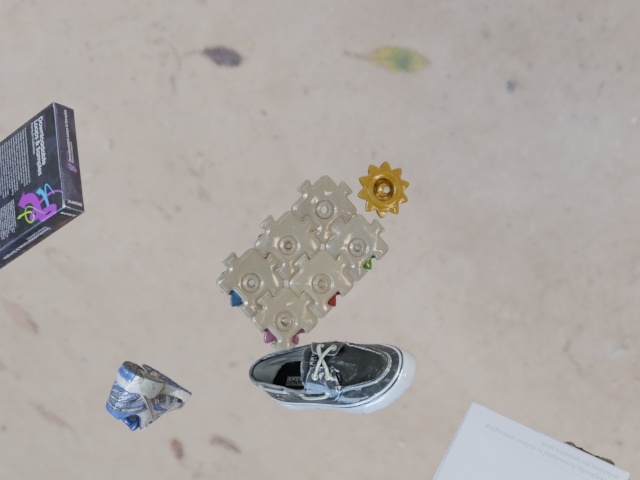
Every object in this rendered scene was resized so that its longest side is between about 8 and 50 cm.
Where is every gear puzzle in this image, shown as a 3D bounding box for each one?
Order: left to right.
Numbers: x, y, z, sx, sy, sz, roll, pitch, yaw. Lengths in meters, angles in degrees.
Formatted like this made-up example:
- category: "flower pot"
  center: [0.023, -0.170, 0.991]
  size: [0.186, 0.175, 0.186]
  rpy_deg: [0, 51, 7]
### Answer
- category: "gear puzzle"
  center: [0.000, 0.000, 1.850]
  size: [0.175, 0.339, 0.044]
  rpy_deg: [49, 166, -16]

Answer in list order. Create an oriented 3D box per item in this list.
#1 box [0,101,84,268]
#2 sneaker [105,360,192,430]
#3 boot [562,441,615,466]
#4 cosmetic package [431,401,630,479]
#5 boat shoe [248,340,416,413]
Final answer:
- category: "box"
  center: [-0.292, -0.047, 1.190]
  size: [0.162, 0.116, 0.029]
  rpy_deg: [-29, 150, 36]
- category: "sneaker"
  center: [-0.170, 0.152, 1.174]
  size: [0.052, 0.058, 0.135]
  rpy_deg: [30, 177, 21]
- category: "boot"
  center: [0.441, 0.509, 2.337]
  size: [0.131, 0.260, 0.348]
  rpy_deg: [16, 173, -13]
- category: "cosmetic package"
  center: [0.220, 0.357, 1.445]
  size: [0.197, 0.155, 0.365]
  rpy_deg: [24, 153, 13]
- category: "boat shoe"
  center: [0.008, 0.153, 1.390]
  size: [0.219, 0.077, 0.070]
  rpy_deg: [-14, 144, 41]
